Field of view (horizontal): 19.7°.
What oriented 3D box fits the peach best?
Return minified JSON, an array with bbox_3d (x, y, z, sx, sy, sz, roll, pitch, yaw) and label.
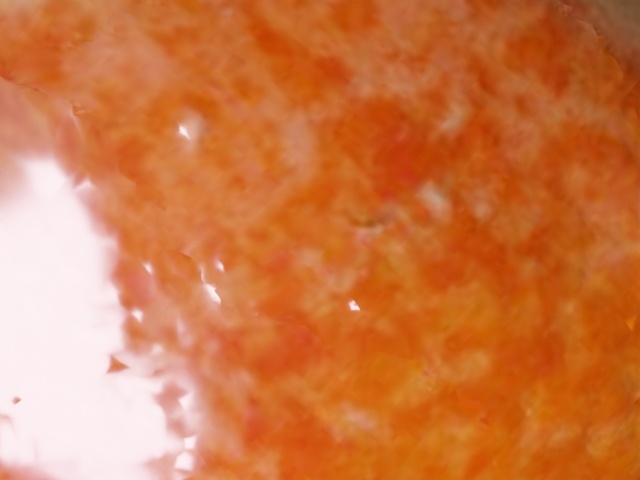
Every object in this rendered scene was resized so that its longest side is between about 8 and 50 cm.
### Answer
[{"bbox_3d":[0.000,0.000,0.433,0.256,0.232,0.232,41,138,-22],"label":"peach"}]
